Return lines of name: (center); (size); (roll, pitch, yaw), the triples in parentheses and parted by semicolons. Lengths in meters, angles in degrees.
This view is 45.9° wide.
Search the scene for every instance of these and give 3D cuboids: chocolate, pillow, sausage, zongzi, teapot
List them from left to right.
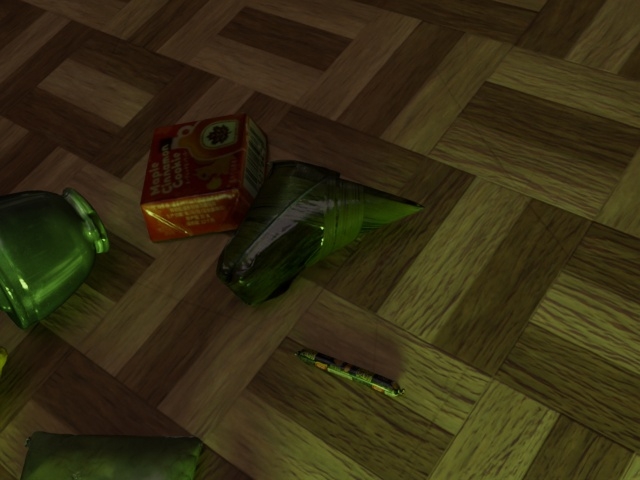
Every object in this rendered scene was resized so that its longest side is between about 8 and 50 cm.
teapot: (-0.537, 0.021, 1.440); (0.239, 0.321, 0.239); (-33, 92, -28)
pillow: (-0.341, 0.387, 1.166); (0.303, 0.075, 0.185); (-1, 57, 12)
chocolate: (-0.230, -0.130, 1.486); (0.235, 0.108, 0.237); (-8, 55, 13)
zongzi: (0.000, 0.000, 1.310); (0.300, 0.138, 0.286); (15, 63, 23)
sausage: (0.045, 0.209, 1.209); (0.198, 0.028, 0.025); (16, 84, 26)

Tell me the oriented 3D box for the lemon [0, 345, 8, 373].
lemon: (-0.665, 0.235, 1.298); (0.257, 0.188, 0.188); (-17, 52, -2)
